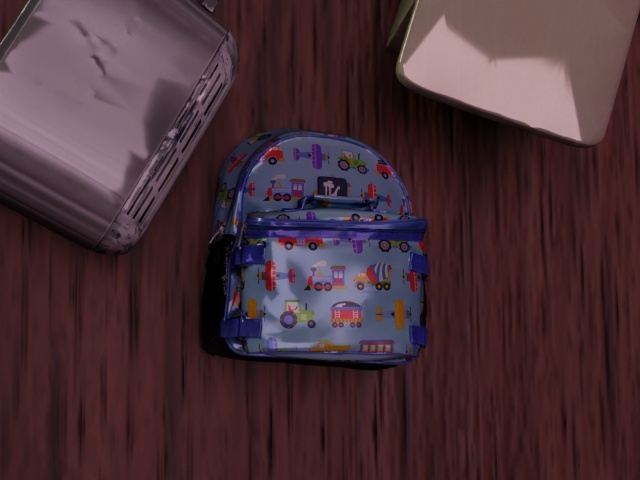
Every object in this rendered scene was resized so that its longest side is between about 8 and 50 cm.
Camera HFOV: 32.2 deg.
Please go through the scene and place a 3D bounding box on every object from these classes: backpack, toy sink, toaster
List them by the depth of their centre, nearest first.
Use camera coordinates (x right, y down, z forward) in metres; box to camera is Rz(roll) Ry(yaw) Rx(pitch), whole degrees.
[{"bbox_3d":[-0.156,-0.088,0.741,0.146,0.129,0.227,32,77,-11],"label":"toaster"},{"bbox_3d":[0.000,0.000,0.776,0.158,0.117,0.173,7,80,-14],"label":"backpack"},{"bbox_3d":[0.143,-0.183,0.816,0.152,0.131,0.234,18,79,-5],"label":"toy sink"}]
